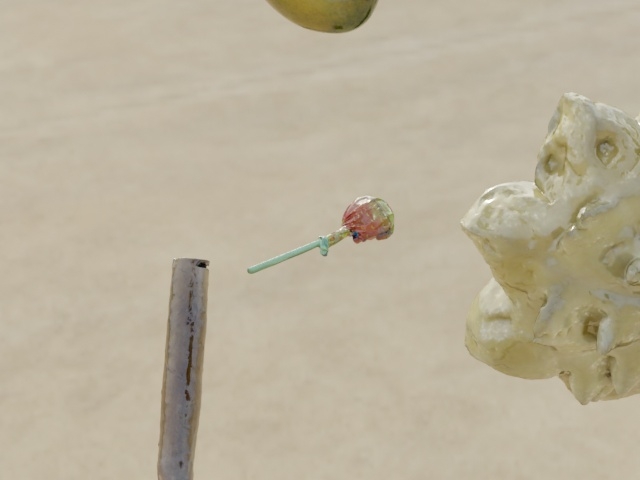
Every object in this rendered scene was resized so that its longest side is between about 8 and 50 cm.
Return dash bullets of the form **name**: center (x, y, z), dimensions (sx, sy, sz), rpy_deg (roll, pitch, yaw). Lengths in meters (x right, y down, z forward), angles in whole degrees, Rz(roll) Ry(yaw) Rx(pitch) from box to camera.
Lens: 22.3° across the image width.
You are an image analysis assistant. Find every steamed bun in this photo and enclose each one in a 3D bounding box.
- **steamed bun**: center (0.246, 0.023, 1.220), dimensions (0.292, 0.295, 0.137), rpy_deg (-25, 42, -1)

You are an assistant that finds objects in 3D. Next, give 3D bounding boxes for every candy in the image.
- **candy**: center (0.000, 0.000, 1.936), dimensions (0.201, 0.060, 0.060), rpy_deg (-24, 31, -22)

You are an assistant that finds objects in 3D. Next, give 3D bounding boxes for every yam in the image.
- **yam**: center (-0.150, 0.148, 1.767), dimensions (0.046, 0.264, 0.046), rpy_deg (4, -10, 1)

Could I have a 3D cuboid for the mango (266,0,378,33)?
- **mango**: center (-0.012, -0.218, 1.123), dimensions (0.111, 0.089, 0.163), rpy_deg (-1, 67, 9)
